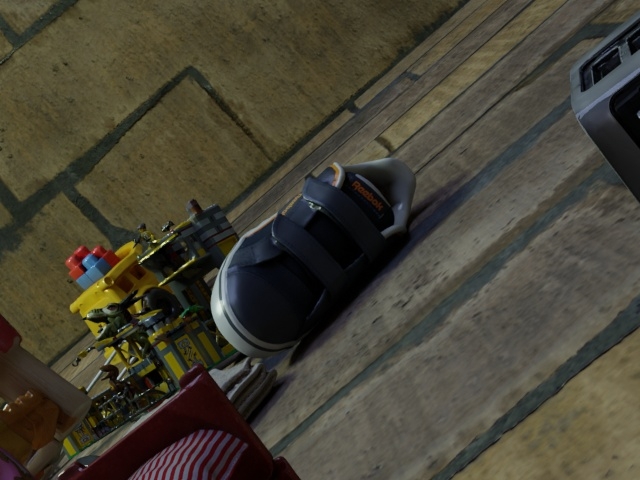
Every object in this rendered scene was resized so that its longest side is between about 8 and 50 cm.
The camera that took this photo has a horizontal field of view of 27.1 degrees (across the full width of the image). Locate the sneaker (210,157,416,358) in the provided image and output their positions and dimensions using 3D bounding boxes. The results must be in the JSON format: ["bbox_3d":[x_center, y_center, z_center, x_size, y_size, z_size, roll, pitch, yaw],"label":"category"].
[{"bbox_3d":[0.000,0.000,1.442,0.127,0.126,0.321,-42,4,40],"label":"sneaker"}]

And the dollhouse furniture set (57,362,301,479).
[{"bbox_3d":[-0.165,0.263,0.711,0.374,0.152,0.201,-40,8,10],"label":"dollhouse furniture set"}]

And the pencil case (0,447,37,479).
[{"bbox_3d":[-0.347,0.315,0.991,0.386,0.167,0.160,-57,-16,-8],"label":"pencil case"}]

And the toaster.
[{"bbox_3d":[0.259,-0.109,0.856,0.168,0.110,0.185,-38,9,20],"label":"toaster"}]

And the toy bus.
[{"bbox_3d":[-0.338,0.078,2.332,0.149,0.211,0.220,-37,7,37],"label":"toy bus"}]

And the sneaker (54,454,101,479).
[{"bbox_3d":[-0.263,0.301,1.216,0.270,0.090,0.145,-38,9,45],"label":"sneaker"}]

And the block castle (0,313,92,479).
[{"bbox_3d":[-0.450,0.282,1.300,0.453,0.213,0.303,-55,-4,14],"label":"block castle"}]

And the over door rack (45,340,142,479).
[{"bbox_3d":[-0.365,0.226,2.027,0.324,0.108,0.239,-43,9,-14],"label":"over door rack"}]

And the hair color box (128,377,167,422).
[{"bbox_3d":[-0.208,0.177,1.775,0.141,0.043,0.072,-48,11,-34],"label":"hair color box"}]

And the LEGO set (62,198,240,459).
[{"bbox_3d":[-0.215,0.093,1.564,0.255,0.192,0.331,-31,-3,-46],"label":"LEGO set"}]

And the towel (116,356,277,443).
[{"bbox_3d":[-0.169,0.217,1.353,0.282,0.049,0.187,-34,10,45],"label":"towel"}]
